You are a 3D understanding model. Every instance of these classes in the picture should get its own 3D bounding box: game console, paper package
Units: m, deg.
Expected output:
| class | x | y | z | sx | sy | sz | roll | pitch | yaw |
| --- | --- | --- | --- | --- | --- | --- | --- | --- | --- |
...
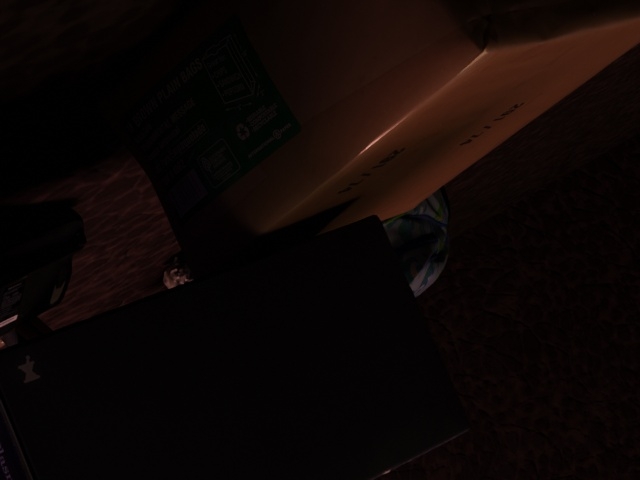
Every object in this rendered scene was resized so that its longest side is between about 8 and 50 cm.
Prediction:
| class | x | y | z | sx | sy | sz | roll | pitch | yaw |
| --- | --- | --- | --- | --- | --- | --- | --- | --- | --- |
| game console | -0.308 | 0.068 | 1.228 | 0.213 | 0.044 | 0.361 | -62 | 166 | 24 |
| paper package | 0.052 | -0.140 | 1.114 | 0.325 | 0.168 | 0.309 | -36 | 169 | 39 |

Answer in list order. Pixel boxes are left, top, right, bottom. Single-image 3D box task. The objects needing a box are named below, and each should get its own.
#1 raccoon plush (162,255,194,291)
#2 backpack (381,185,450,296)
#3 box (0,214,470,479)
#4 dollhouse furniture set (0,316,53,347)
| class | x | y | z | sx | sy | sz | roll | pitch | yaw |
| --- | --- | --- | --- | --- | --- | --- | --- | --- | --- |
| raccoon plush | -0.066 | 0.035 | 1.997 | 0.446 | 0.216 | 0.299 | -59 | 169 | -24 |
| backpack | 0.000 | 0.000 | 1.623 | 0.290 | 0.273 | 0.355 | -25 | 160 | 6 |
| box | -0.130 | 0.150 | 1.114 | 0.343 | 0.179 | 0.312 | -20 | 174 | -38 |
| dollhouse furniture set | -0.294 | 0.163 | 1.416 | 0.129 | 0.129 | 0.184 | -34 | 135 | -25 |
